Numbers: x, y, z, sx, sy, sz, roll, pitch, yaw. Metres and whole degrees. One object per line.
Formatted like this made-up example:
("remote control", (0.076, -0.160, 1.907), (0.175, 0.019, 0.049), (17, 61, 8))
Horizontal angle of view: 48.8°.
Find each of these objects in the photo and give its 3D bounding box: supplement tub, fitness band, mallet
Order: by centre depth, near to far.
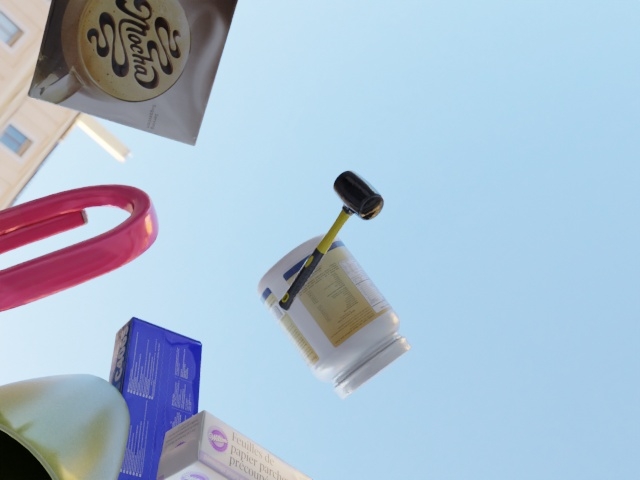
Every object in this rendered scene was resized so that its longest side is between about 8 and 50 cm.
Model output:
("mallet", (0.000, 0.000, 0.844), (0.190, 0.039, 0.062), (-50, -130, 22))
("fitness band", (-0.342, 0.008, 0.862), (0.290, 0.054, 0.209), (-24, -149, -25))
("supplement tub", (0.032, 0.167, 1.558), (0.228, 0.228, 0.316), (-38, -102, 7))

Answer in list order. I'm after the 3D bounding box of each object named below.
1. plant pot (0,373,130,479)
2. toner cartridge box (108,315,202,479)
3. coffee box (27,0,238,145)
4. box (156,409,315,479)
("plant pot", (-0.379, 0.297, 0.942), (0.274, 0.275, 0.293), (-31, -176, 14))
("toner cartridge box", (-0.317, 0.326, 1.322), (0.075, 0.165, 0.348), (-41, -144, 34))
("coffee box", (-0.166, -0.267, 0.707), (0.119, 0.168, 0.297), (-124, -128, -68))
("box", (-0.037, 0.300, 0.787), (0.067, 0.324, 0.063), (-33, -148, 23))
